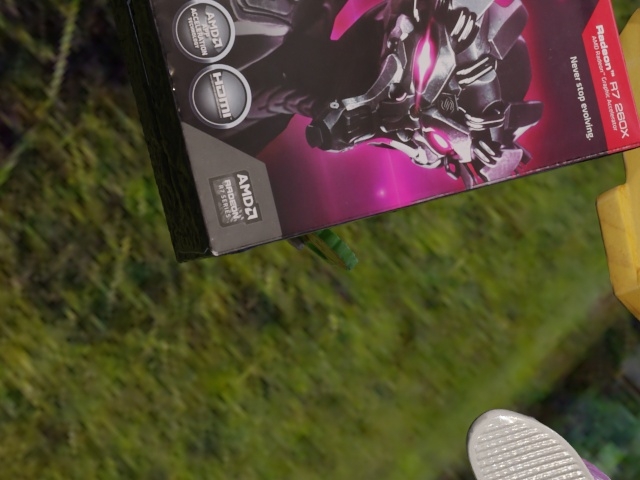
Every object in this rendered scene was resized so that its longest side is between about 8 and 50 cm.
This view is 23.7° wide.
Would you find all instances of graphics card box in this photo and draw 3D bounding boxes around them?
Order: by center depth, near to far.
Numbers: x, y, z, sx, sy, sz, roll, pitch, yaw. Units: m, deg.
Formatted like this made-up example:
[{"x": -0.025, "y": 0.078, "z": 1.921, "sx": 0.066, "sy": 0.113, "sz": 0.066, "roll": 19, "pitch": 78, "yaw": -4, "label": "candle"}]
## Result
[{"x": 0.046, "y": -0.137, "z": 1.122, "sx": 0.371, "sy": 0.233, "sz": 0.094, "roll": -14, "pitch": -178, "yaw": -22, "label": "graphics card box"}]

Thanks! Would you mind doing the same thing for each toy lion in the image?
[{"x": 0.000, "y": 0.000, "z": 1.559, "sx": 0.034, "sy": 0.096, "sz": 0.100, "roll": -49, "pitch": 160, "yaw": -9, "label": "toy lion"}]

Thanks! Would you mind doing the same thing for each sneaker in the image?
[{"x": 0.244, "y": 0.260, "z": 1.651, "sx": 0.102, "sy": 0.282, "sz": 0.161, "roll": -48, "pitch": -159, "yaw": 4, "label": "sneaker"}]

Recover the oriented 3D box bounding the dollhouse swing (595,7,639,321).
[{"x": 0.471, "y": -0.072, "z": 1.434, "sx": 0.347, "sy": 0.315, "sz": 0.305, "roll": -27, "pitch": -145, "yaw": 35, "label": "dollhouse swing"}]
